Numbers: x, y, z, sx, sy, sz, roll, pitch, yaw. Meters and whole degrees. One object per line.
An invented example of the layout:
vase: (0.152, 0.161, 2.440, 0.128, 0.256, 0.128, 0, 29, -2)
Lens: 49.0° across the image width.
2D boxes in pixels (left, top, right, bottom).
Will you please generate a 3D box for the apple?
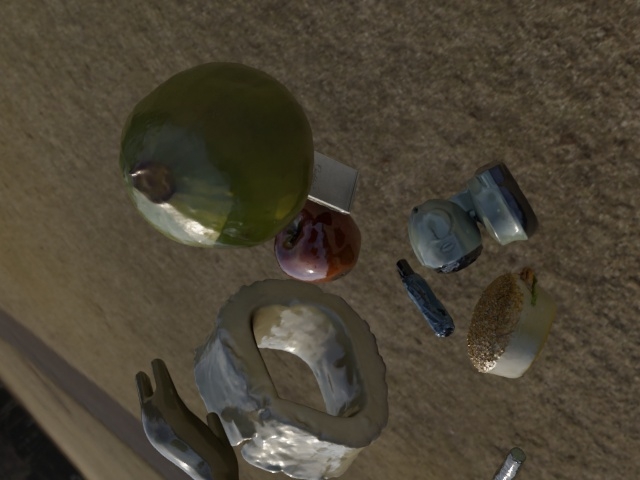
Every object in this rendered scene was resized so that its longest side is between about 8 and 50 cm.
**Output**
apple: (0.000, 0.000, 1.781, 0.230, 0.230, 0.230, 33, 147, 25)

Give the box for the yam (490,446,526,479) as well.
yam: (0.513, 0.652, 1.949, 0.061, 0.061, 0.274, 34, 143, 23)

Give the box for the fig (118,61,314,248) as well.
fig: (-0.176, -0.132, 1.176, 0.343, 0.343, 0.343, 33, 147, 25)

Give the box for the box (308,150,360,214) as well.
box: (-0.003, -0.142, 1.613, 0.198, 0.109, 0.029, 21, 165, -30)

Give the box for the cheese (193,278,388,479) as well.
cheese: (-0.047, 0.236, 1.192, 0.153, 0.292, 0.332, -60, 42, 36)

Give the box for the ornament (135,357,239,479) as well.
ornament: (-0.165, 0.308, 1.002, 0.230, 0.061, 0.245, 53, 178, -30)

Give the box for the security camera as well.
security camera: (0.336, -0.040, 1.609, 0.191, 0.277, 0.197, 60, -167, -5)

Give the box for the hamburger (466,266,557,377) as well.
hamburger: (0.492, 0.219, 1.859, 0.179, 0.294, 0.276, 27, 161, 3)

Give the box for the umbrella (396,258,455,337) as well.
umbrella: (0.244, 0.132, 1.673, 0.250, 0.052, 0.053, -118, 35, -44)
